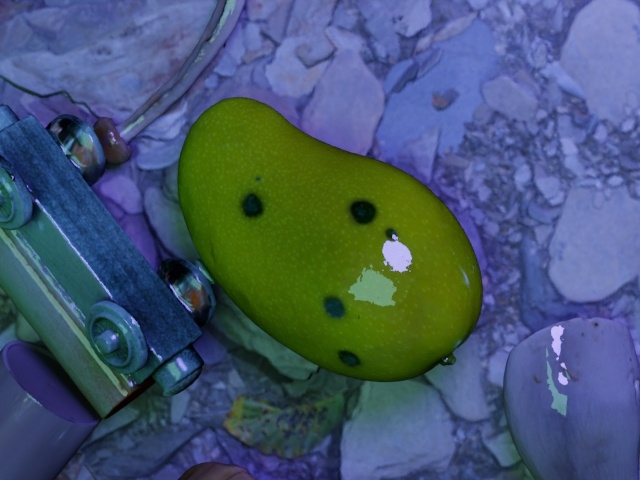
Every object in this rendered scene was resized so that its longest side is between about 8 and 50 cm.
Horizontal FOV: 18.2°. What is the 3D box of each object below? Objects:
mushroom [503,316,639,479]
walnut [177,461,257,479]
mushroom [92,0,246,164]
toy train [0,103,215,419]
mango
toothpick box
[{"bbox_3d":[0.213,0.173,1.597,0.116,0.093,0.225,-11,90,-3],"label":"mushroom"},{"bbox_3d":[-0.109,0.391,1.600,0.383,0.383,0.384,2,99,16],"label":"walnut"},{"bbox_3d":[-0.104,-0.191,1.667,0.068,0.043,0.306,28,104,-10],"label":"mushroom"},{"bbox_3d":[-0.211,0.023,1.687,0.285,0.116,0.177,51,141,3],"label":"toy train"},{"bbox_3d":[0.000,0.000,1.612,0.293,0.143,0.175,38,105,18],"label":"mango"},{"bbox_3d":[-0.284,0.188,1.735,0.111,0.111,0.181,42,106,7],"label":"toothpick box"}]
